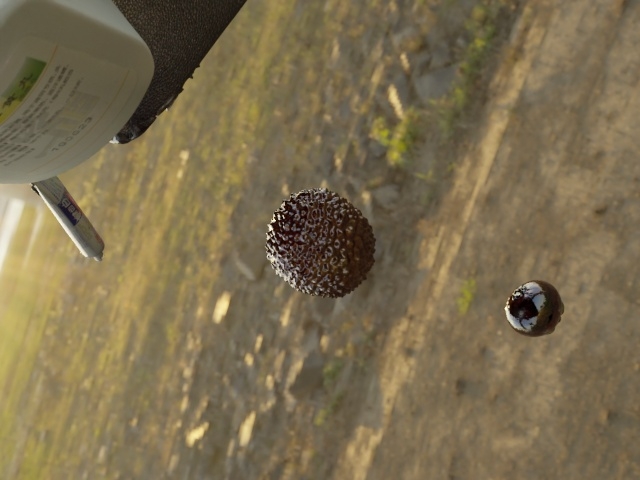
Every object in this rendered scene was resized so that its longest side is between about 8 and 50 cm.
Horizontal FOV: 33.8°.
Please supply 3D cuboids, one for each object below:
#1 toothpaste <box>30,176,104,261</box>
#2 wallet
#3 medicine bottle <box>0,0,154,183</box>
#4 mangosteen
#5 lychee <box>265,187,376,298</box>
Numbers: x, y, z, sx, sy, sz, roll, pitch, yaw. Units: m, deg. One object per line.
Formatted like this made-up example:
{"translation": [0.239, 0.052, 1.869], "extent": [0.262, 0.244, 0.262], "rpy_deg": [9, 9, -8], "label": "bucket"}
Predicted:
{"translation": [-0.282, -0.029, 1.183], "extent": [0.170, 0.028, 0.045], "rpy_deg": [67, -157, -50], "label": "toothpaste"}
{"translation": [-0.197, -0.257, 1.146], "extent": [0.071, 0.221, 0.262], "rpy_deg": [36, 82, 32], "label": "wallet"}
{"translation": [-0.251, -0.124, 0.738], "extent": [0.179, 0.124, 0.324], "rpy_deg": [-38, -6, 11], "label": "medicine bottle"}
{"translation": [0.292, 0.096, 1.428], "extent": [0.081, 0.080, 0.081], "rpy_deg": [-163, 90, -73], "label": "mangosteen"}
{"translation": [-0.001, 0.002, 1.163], "extent": [0.129, 0.123, 0.123], "rpy_deg": [55, -137, -63], "label": "lychee"}
